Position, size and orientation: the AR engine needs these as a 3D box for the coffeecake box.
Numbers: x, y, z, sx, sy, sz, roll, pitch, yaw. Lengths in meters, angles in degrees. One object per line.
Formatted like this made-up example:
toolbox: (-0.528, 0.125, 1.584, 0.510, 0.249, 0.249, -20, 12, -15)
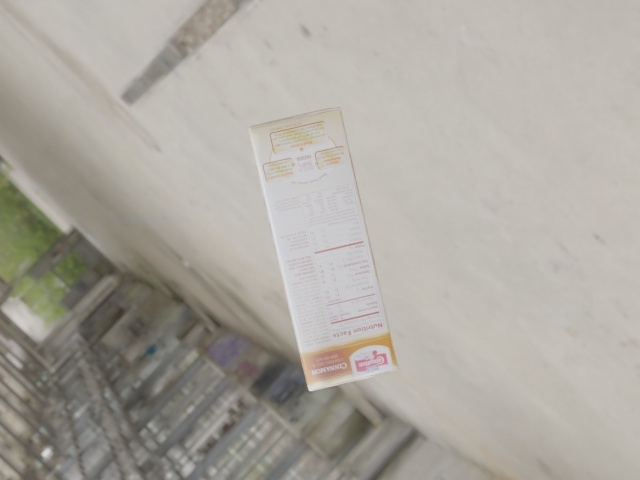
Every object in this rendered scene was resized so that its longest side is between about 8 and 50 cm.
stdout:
coffeecake box: (0.000, 0.000, 0.869, 0.142, 0.068, 0.186, -114, 11, -83)
